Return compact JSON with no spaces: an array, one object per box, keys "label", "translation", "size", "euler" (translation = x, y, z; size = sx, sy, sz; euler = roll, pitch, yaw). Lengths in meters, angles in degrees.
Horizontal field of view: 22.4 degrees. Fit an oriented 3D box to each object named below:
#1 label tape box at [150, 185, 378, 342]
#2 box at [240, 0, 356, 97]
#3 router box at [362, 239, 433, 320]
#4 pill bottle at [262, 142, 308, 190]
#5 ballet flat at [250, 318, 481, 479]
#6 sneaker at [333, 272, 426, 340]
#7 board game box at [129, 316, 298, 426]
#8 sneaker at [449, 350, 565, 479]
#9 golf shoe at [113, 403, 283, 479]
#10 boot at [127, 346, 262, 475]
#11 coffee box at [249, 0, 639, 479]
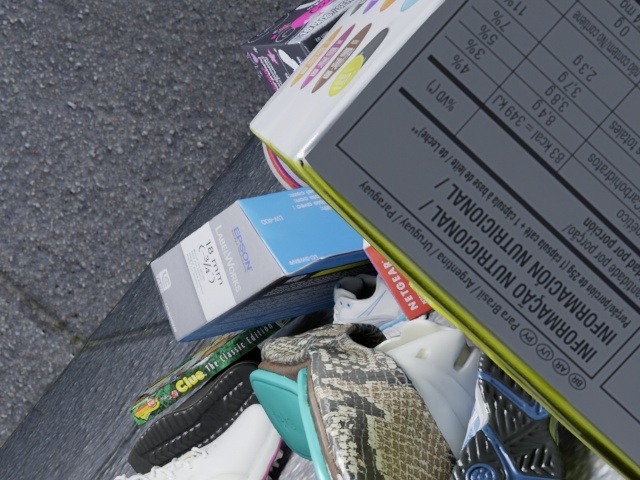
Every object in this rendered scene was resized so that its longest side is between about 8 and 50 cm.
[{"label":"label tape box","translation":[0.000,0.000,1.738],"size":[0.240,0.106,0.333],"euler":[-12,-11,-34]},{"label":"box","translation":[0.079,-0.187,1.524],"size":[0.247,0.163,0.142],"euler":[-38,19,-19]},{"label":"router box","translation":[0.189,-0.090,1.482],"size":[0.301,0.082,0.335],"euler":[-29,17,13]},{"label":"pill bottle","translation":[0.052,-0.158,1.803],"size":[0.181,0.181,0.323],"euler":[-53,3,-21]},{"label":"ballet flat","translation":[0.055,0.133,1.333],"size":[0.182,0.164,0.483],"euler":[-29,9,-5]},{"label":"sneaker","translation":[0.038,0.077,1.693],"size":[0.190,0.083,0.071],"euler":[-42,19,38]},{"label":"board game box","translation":[-0.115,0.133,1.992],"size":[0.259,0.030,0.136],"euler":[-35,1,7]},{"label":"sneaker","translation":[0.136,0.161,1.133],"size":[0.081,0.080,0.211],"euler":[83,-159,-49]},{"label":"golf shoe","translation":[-0.159,0.273,1.653],"size":[0.306,0.140,0.115],"euler":[-51,10,-18]},{"label":"boot","translation":[-0.141,0.211,1.978],"size":[0.198,0.077,0.137],"euler":[-34,9,6]},{"label":"coffee box","translation":[0.197,-0.067,0.934],"size":[0.334,0.338,0.337],"euler":[-48,9,1]}]
